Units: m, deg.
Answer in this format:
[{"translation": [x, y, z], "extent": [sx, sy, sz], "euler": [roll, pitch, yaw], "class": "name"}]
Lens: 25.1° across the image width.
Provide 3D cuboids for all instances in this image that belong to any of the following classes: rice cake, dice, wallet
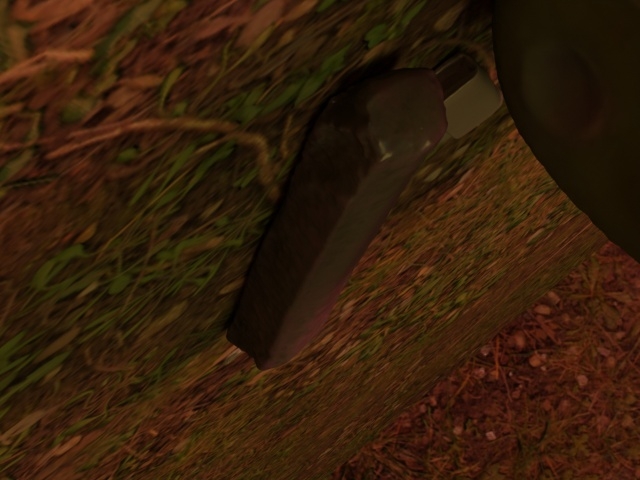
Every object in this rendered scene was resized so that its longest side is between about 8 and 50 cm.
[{"translation": [0.000, 0.000, 0.958], "extent": [0.073, 0.056, 0.365], "euler": [-31, 165, -27], "class": "rice cake"}, {"translation": [0.269, -0.132, 0.824], "extent": [0.254, 0.252, 0.250], "euler": [-32, 166, -39], "class": "dice"}, {"translation": [0.089, -0.092, 0.964], "extent": [0.061, 0.025, 0.122], "euler": [-35, 169, 10], "class": "wallet"}]
